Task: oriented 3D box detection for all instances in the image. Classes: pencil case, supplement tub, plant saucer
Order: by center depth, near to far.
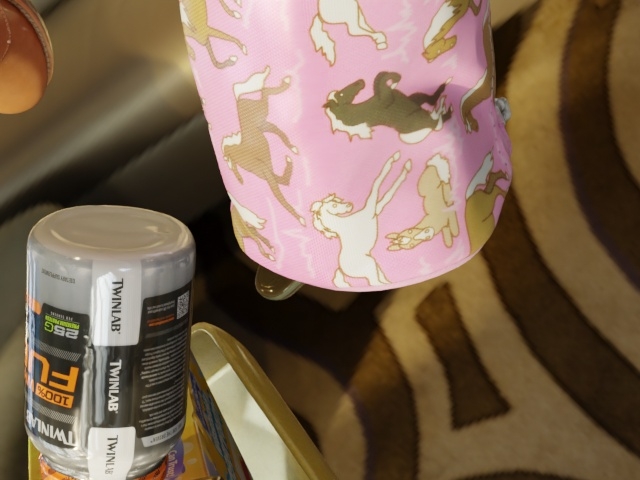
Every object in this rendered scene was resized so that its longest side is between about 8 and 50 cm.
[{"bbox_3d":[0.013,-0.159,0.767,0.160,0.386,0.167,13,44,24],"label":"pencil case"},{"bbox_3d":[-0.149,0.080,1.052,0.117,0.117,0.190,-142,52,-58],"label":"supplement tub"},{"bbox_3d":[-0.099,0.278,1.603,0.333,0.332,0.081,-39,-5,40],"label":"plant saucer"}]

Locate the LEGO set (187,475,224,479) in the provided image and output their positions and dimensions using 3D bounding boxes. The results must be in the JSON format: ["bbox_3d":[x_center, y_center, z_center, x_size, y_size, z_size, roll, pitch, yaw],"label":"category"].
[{"bbox_3d":[-0.116,0.106,0.397,0.244,0.060,0.182,-15,7,-27],"label":"LEGO set"}]

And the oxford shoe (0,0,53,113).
[{"bbox_3d":[-0.193,-0.100,0.753,0.076,0.212,0.076,-17,71,10],"label":"oxford shoe"}]

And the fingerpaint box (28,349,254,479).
[{"bbox_3d":[-0.113,0.315,1.322,0.163,0.371,0.445,-24,22,-3],"label":"fingerpaint box"}]

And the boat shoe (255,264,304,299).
[{"bbox_3d":[-0.001,-0.001,1.359,0.056,0.048,0.153,17,63,35],"label":"boat shoe"}]
